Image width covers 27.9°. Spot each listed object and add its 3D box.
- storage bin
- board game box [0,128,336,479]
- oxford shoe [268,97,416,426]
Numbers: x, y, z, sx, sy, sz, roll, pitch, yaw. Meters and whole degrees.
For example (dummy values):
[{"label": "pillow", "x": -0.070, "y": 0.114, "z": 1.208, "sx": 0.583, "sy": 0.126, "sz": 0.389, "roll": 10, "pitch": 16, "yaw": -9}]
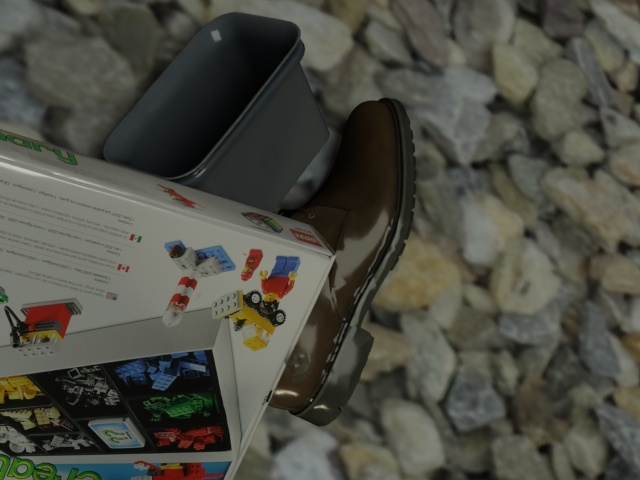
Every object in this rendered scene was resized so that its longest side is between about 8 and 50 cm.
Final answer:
[{"label": "storage bin", "x": -0.062, "y": -0.065, "z": 0.825, "sx": 0.135, "sy": 0.098, "sz": 0.091, "roll": -53, "pitch": 138, "yaw": -22}, {"label": "board game box", "x": -0.165, "y": 0.044, "z": 0.725, "sx": 0.305, "sy": 0.053, "sz": 0.193, "roll": 17, "pitch": 107, "yaw": -27}, {"label": "oxford shoe", "x": 0.000, "y": 0.000, "z": 0.852, "sx": 0.096, "sy": 0.083, "sz": 0.227, "roll": 24, "pitch": 73, "yaw": -21}]
